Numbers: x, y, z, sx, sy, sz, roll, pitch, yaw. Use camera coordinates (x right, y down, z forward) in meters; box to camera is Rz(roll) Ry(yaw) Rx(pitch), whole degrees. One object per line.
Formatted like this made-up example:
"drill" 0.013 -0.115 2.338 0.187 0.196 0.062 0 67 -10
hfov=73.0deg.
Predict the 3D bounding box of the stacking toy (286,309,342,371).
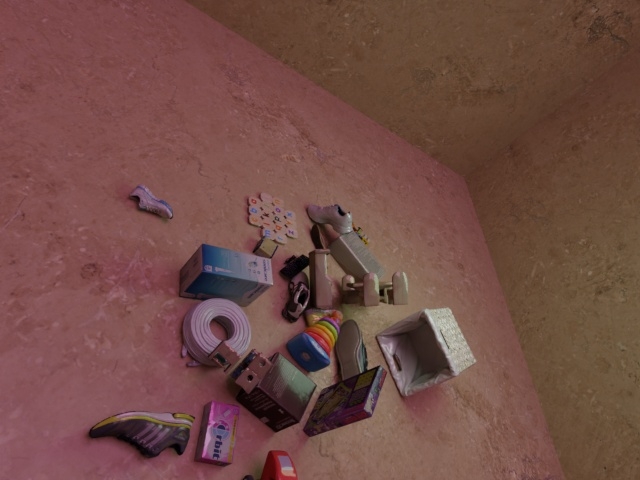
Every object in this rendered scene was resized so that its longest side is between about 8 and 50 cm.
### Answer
"stacking toy" 0.018 0.397 1.849 0.175 0.165 0.302 49 44 -1

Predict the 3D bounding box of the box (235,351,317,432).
"box" -0.159 0.551 1.574 0.203 0.168 0.167 43 40 -8

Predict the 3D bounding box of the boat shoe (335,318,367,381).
"boat shoe" 0.153 0.524 1.942 0.113 0.127 0.340 54 19 -44

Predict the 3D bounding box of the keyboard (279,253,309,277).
"keyboard" -0.120 0.106 2.044 0.100 0.038 0.192 26 33 21

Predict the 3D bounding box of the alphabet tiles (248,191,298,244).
"alphabet tiles" -0.237 -0.111 2.154 0.277 0.021 0.284 18 48 -33

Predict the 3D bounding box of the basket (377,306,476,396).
"basket" 0.514 0.534 2.109 0.266 0.331 0.328 3 57 -49

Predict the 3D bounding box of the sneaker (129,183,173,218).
"sneaker" -0.681 -0.138 1.732 0.190 0.071 0.083 37 46 -2

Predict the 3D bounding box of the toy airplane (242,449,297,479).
"toy airplane" -0.117 0.878 1.268 0.384 0.272 0.386 53 39 4

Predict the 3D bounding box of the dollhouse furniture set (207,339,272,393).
"dollhouse furniture set" -0.283 0.411 1.503 0.184 0.129 0.129 46 71 -9

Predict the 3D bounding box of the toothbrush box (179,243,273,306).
"toothbrush box" -0.364 0.143 1.675 0.295 0.216 0.126 16 50 -33

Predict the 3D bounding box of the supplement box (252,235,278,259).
"supplement box" -0.253 0.039 1.989 0.083 0.056 0.083 38 40 -14

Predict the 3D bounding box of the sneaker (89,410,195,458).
"sneaker" -0.518 0.574 1.273 0.299 0.111 0.121 15 54 -32

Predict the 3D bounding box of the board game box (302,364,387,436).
"board game box" 0.090 0.606 1.624 0.056 0.347 0.208 49 39 -5

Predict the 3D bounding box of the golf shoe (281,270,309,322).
"golf shoe" -0.084 0.237 1.942 0.105 0.120 0.273 31 41 -19

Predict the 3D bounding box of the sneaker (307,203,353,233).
"sneaker" 0.057 -0.144 2.302 0.297 0.129 0.111 24 34 29

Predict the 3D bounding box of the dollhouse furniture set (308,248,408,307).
"dollhouse furniture set" 0.155 0.170 1.996 0.393 0.362 0.257 -1 85 -12

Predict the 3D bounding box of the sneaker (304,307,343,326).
"sneaker" 0.018 0.364 1.975 0.208 0.081 0.094 8 62 -32

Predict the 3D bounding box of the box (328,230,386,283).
"box" 0.192 0.104 2.304 0.311 0.121 0.148 52 40 4

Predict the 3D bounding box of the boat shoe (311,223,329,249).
"boat shoe" 0.000 0.000 2.259 0.060 0.064 0.178 2 64 -48

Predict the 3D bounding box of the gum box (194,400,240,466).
"gum box" -0.337 0.631 1.427 0.107 0.062 0.188 26 45 -26

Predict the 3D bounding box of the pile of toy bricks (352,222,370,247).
"pile of toy bricks" 0.170 -0.026 2.423 0.212 0.118 0.105 47 65 -29

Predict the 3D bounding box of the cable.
"cable" -0.382 0.334 1.603 0.257 0.089 0.257 13 51 -36
